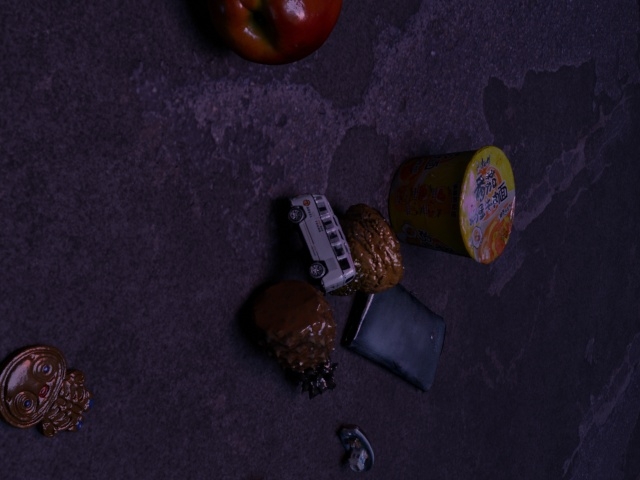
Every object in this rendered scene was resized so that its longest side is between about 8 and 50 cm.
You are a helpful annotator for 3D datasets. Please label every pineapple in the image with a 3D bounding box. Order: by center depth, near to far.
[{"bbox_3d":[-0.034,0.206,1.667,0.158,0.157,0.279,-53,144,-33],"label":"pineapple"}]

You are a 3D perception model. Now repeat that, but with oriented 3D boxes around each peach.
[{"bbox_3d":[-0.081,-0.404,1.455,0.243,0.199,0.243,23,44,-25],"label":"peach"}]

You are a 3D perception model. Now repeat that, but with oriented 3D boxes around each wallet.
[{"bbox_3d":[0.182,0.209,2.012,0.379,0.046,0.191,36,69,-49],"label":"wallet"}]

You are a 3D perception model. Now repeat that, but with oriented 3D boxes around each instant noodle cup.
[{"bbox_3d":[0.289,-0.086,1.975,0.264,0.200,0.264,-11,104,-52],"label":"instant noodle cup"}]

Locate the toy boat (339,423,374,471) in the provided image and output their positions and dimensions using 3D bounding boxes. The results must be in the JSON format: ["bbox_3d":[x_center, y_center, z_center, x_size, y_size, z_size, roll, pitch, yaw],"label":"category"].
[{"bbox_3d":[0.080,0.457,1.909,0.140,0.059,0.066,65,36,-37],"label":"toy boat"}]

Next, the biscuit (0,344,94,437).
[{"bbox_3d":[-0.397,0.221,1.284,0.175,0.026,0.124,44,62,-46],"label":"biscuit"}]

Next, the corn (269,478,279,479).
[{"bbox_3d":[-0.100,0.612,1.681,0.097,0.097,0.320,-7,100,-52],"label":"corn"}]

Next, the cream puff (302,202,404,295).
[{"bbox_3d":[0.053,0.033,1.749,0.169,0.183,0.183,-23,116,-21],"label":"cream puff"}]

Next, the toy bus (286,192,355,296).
[{"bbox_3d":[0.000,0.000,1.644,0.087,0.089,0.194,89,-20,-76],"label":"toy bus"}]
